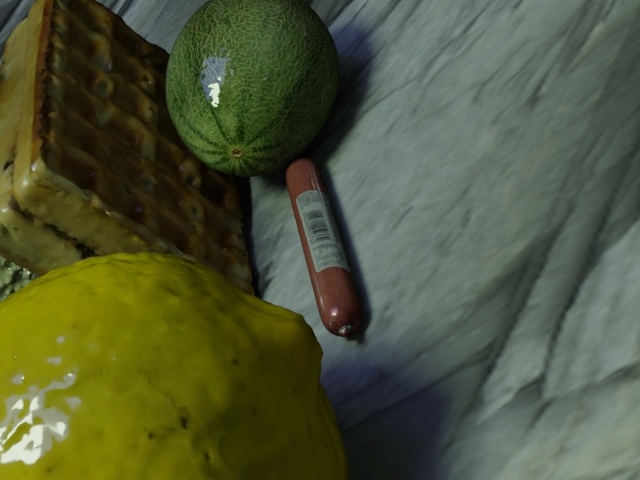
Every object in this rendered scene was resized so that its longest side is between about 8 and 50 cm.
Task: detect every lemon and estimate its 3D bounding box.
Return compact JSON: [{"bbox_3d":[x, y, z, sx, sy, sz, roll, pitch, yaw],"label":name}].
[{"bbox_3d":[-0.123,0.144,0.757,0.310,0.253,0.253,-45,31,16],"label":"lemon"}]

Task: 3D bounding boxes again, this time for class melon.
[{"bbox_3d":[-0.054,-0.134,1.072,0.139,0.139,0.192,-32,32,32],"label":"melon"}]

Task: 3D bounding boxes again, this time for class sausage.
[{"bbox_3d":[0.000,0.000,0.960,0.029,0.029,0.223,-42,31,18],"label":"sausage"}]

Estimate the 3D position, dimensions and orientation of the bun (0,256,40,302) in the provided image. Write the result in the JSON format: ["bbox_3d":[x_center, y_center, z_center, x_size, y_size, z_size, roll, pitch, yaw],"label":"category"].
[{"bbox_3d":[-0.286,-0.001,1.261,0.220,0.134,0.220,-43,27,28],"label":"bun"}]

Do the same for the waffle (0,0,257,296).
[{"bbox_3d":[-0.163,-0.066,1.077,0.091,0.213,0.308,-41,32,23],"label":"waffle"}]
